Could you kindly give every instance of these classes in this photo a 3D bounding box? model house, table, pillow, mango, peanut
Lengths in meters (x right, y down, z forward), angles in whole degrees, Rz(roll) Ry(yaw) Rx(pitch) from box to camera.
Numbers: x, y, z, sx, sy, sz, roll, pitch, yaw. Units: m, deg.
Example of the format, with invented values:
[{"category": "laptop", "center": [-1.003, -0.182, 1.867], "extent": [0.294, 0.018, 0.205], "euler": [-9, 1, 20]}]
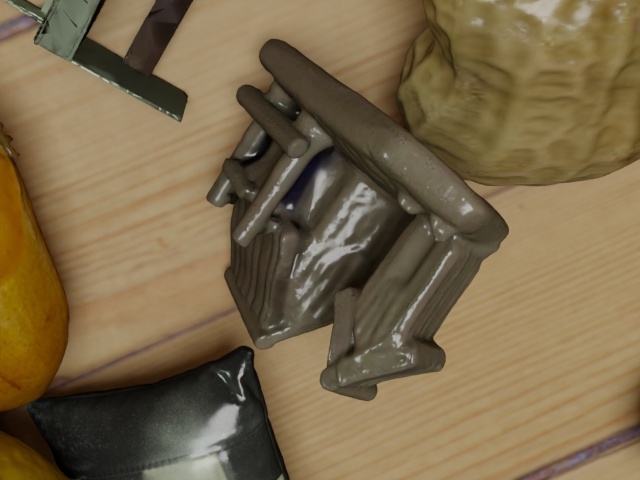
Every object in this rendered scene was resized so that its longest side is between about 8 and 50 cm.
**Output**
[{"category": "model house", "center": [0.008, -0.003, 0.575], "extent": [0.122, 0.229, 0.188], "euler": [15, 112, -41]}, {"category": "table", "center": [-0.128, -0.184, 0.550], "extent": [0.175, 0.062, 0.146], "euler": [28, 113, -16]}, {"category": "pillow", "center": [-0.094, 0.204, 0.657], "extent": [0.186, 0.106, 0.249], "euler": [-14, 107, 13]}, {"category": "mango", "center": [-0.272, 0.016, 0.567], "extent": [0.187, 0.138, 0.257], "euler": [-34, 117, -26]}, {"category": "peanut", "center": [0.151, -0.133, 0.569], "extent": [0.197, 0.110, 0.233], "euler": [0, 140, -2]}]

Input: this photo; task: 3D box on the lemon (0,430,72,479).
[{"category": "lemon", "center": [-0.266, 0.242, 0.577], "extent": [0.234, 0.233, 0.288], "euler": [21, 122, -13]}]
